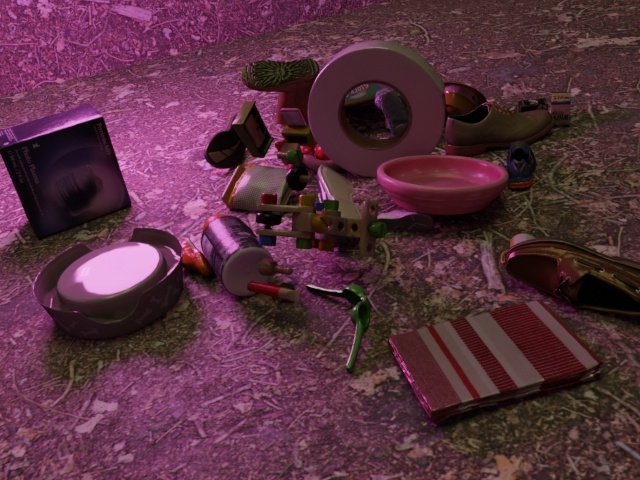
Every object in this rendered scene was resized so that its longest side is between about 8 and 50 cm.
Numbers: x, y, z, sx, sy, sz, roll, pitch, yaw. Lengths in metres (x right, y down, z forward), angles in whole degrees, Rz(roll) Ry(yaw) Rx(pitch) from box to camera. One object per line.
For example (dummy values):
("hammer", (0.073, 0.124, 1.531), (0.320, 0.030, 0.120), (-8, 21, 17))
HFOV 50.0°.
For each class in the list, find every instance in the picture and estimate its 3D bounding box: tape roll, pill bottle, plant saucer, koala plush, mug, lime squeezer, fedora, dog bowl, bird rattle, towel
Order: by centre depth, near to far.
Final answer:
("towel", (0.315, 0.214, 1.275), (0.329, 0.037, 0.237), (-13, 29, -8))
("lime squeezer", (0.056, 0.148, 1.436), (0.110, 0.059, 0.310), (-15, 32, -9))
("mug", (0.446, 0.033, 1.524), (0.062, 0.078, 0.064), (26, 45, -3))
("dog bowl", (-0.488, 0.100, 1.626), (0.349, 0.102, 0.349), (-7, 30, 4))
("pill bottle", (-0.210, 0.021, 1.647), (0.130, 0.130, 0.246), (-20, 33, -16))
("plant saucer", (0.311, -0.143, 1.766), (0.332, 0.084, 0.332), (-1, 22, 0))
("tape roll", (0.158, -0.361, 1.923), (0.392, 0.392, 0.072), (0, 32, 16))
("bird rattle", (0.000, -0.290, 2.115), (0.253, 0.143, 0.207), (-30, 53, -25))
("koala plush", (0.283, -0.406, 2.204), (0.196, 0.203, 0.221), (-17, 10, 4))
("fedora", (0.440, -0.435, 2.213), (0.194, 0.194, 0.079), (12, 74, 32))

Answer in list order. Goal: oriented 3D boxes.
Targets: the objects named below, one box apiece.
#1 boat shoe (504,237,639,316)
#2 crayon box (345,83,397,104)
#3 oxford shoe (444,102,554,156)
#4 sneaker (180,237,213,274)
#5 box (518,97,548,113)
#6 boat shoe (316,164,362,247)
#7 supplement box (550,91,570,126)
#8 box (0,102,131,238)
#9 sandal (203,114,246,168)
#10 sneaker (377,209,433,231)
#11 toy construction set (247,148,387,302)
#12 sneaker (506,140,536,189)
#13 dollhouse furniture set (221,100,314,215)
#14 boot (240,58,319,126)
("boat shoe", (0.512, 0.074, 1.371), (0.307, 0.111, 0.104), (9, 35, 29))
("crayon box", (0.059, -0.504, 2.352), (0.363, 0.106, 0.313), (-14, 7, -6))
("oxford shoe", (0.537, -0.350, 2.042), (0.348, 0.130, 0.123), (-16, 31, -10))
("sneaker", (-0.319, 0.053, 1.712), (0.067, 0.064, 0.175), (-42, 34, -11))
("box", (0.671, -0.408, 2.166), (0.083, 0.062, 0.052), (-4, 33, 9))
("boat shoe", (0.029, -0.095, 1.790), (0.116, 0.099, 0.319), (25, 25, -24))
("supplement box", (0.742, -0.405, 2.119), (0.056, 0.083, 0.083), (2, 34, 20))
("box", (-0.755, -0.209, 2.023), (0.294, 0.296, 0.183), (-24, 33, -22))
("sandal", (-0.308, -0.316, 2.278), (0.086, 0.120, 0.303), (-27, 20, 29))
("sneaker", (0.209, -0.056, 1.729), (0.152, 0.054, 0.061), (0, 30, 17))
("toy construction set", (0.000, 0.000, 1.496), (0.237, 0.257, 0.309), (10, 68, 35))
("sneaker", (0.550, -0.224, 1.874), (0.083, 0.087, 0.221), (-1, 32, 13))
("dollhouse furniture set", (-0.163, -0.237, 1.949), (0.197, 0.151, 0.301), (6, 56, 26))
("boot", (-0.117, -0.422, 2.041), (0.236, 0.269, 0.089), (-4, 69, -7))
